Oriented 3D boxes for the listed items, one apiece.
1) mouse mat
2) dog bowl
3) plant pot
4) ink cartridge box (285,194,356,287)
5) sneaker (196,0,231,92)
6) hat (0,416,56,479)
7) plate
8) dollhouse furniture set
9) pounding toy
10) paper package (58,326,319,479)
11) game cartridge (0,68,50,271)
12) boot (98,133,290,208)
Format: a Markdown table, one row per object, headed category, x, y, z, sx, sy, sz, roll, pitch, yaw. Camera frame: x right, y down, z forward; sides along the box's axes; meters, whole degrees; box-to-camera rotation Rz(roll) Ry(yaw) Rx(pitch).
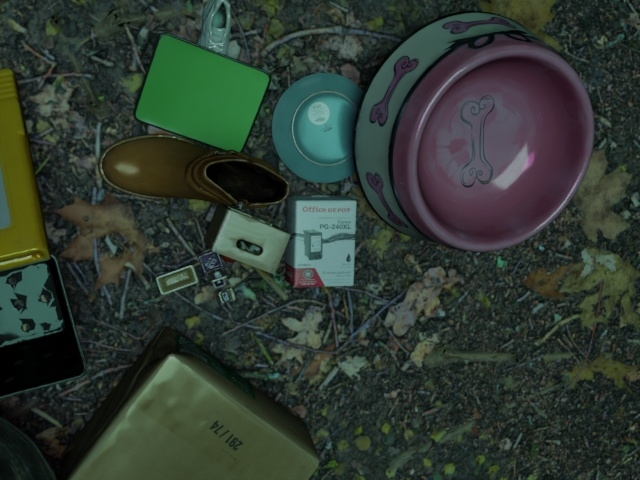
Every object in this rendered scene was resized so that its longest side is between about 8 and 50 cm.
| category | x | y | z | sx | sy | sz | roll | pitch | yaw |
| --- | --- | --- | --- | --- | --- | --- | --- | --- | --- |
| mouse mat | -0.189 | -0.231 | 1.167 | 0.189 | 0.007 | 0.153 | 18 | 114 | -18 |
| dog bowl | 0.267 | -0.162 | 1.208 | 0.407 | 0.150 | 0.408 | -8 | 114 | -18 |
| plant pot | -0.460 | 0.116 | 1.089 | 0.187 | 0.167 | 0.188 | -14 | 101 | -12 |
| ink cartridge box | 0.000 | 0.000 | 1.250 | 0.109 | 0.063 | 0.151 | -1 | 99 | -15 |
| sneaker | -0.171 | -0.312 | 1.158 | 0.053 | 0.061 | 0.152 | 5 | 98 | -18 |
| hat | -0.527 | 0.402 | 1.049 | 0.331 | 0.134 | 0.332 | 7 | 113 | 15 |
| plate | 0.010 | -0.191 | 1.245 | 0.188 | 0.024 | 0.188 | -2 | 100 | -14 |
| dollhouse furniture set | -0.203 | 0.080 | 1.197 | 0.114 | 0.081 | 0.091 | -20 | 103 | -12 |
| pounding toy | -0.112 | 0.015 | 1.187 | 0.141 | 0.130 | 0.100 | 22 | 92 | -17 |
| paper package | -0.214 | 0.361 | 1.194 | 0.324 | 0.168 | 0.310 | 39 | 86 | -16 |
| game cartridge | -0.548 | -0.089 | 1.009 | 0.285 | 0.053 | 0.324 | -14 | 70 | -13 |
| boot | -0.191 | -0.095 | 1.101 | 0.283 | 0.220 | 0.109 | 12 | 95 | -17 |
